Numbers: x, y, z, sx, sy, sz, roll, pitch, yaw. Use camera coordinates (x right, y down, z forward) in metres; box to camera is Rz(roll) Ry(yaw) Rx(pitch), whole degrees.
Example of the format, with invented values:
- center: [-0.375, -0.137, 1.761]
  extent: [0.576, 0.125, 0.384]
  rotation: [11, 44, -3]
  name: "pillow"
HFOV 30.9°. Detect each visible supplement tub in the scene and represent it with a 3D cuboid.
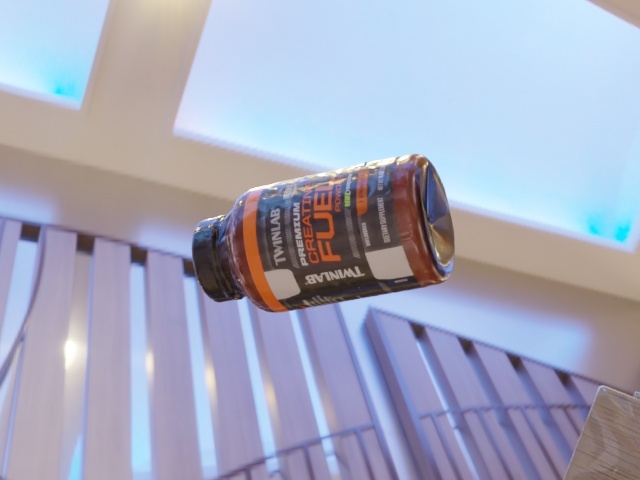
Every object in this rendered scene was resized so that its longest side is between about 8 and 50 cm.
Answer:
- center: [0.000, 0.000, 0.917]
  extent: [0.198, 0.106, 0.106]
  rotation: [-12, -60, 20]
  name: "supplement tub"

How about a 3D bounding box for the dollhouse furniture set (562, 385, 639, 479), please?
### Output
- center: [0.175, 0.191, 0.435]
  extent: [0.212, 0.161, 0.242]
  rotation: [16, -86, -55]
  name: "dollhouse furniture set"
